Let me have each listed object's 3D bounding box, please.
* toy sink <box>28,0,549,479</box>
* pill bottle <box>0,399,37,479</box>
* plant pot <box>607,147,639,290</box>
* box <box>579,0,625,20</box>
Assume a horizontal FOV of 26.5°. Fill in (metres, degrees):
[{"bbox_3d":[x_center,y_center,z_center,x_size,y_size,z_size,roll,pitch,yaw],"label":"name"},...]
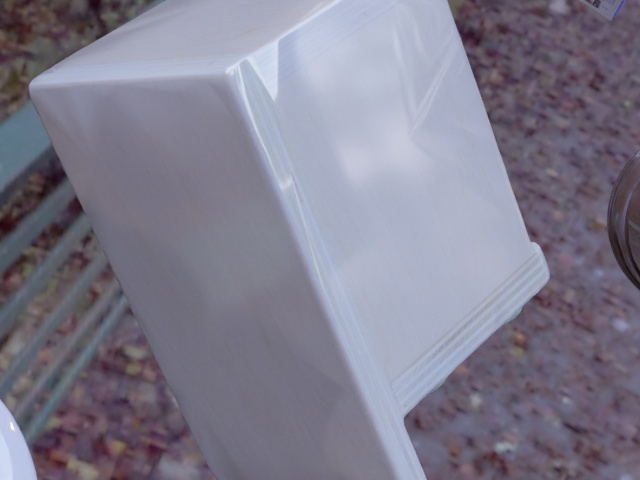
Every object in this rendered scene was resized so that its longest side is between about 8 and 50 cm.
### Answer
[{"bbox_3d":[0.000,0.000,0.625,0.131,0.234,0.152,-37,26,-33],"label":"toy sink"},{"bbox_3d":[-0.353,0.215,0.899,0.181,0.323,0.181,46,21,-24],"label":"pill bottle"},{"bbox_3d":[0.317,-0.001,1.072,0.167,0.167,0.165,23,14,1],"label":"plant pot"},{"bbox_3d":[0.138,-0.179,0.771,0.136,0.081,0.028,37,74,9],"label":"box"}]
